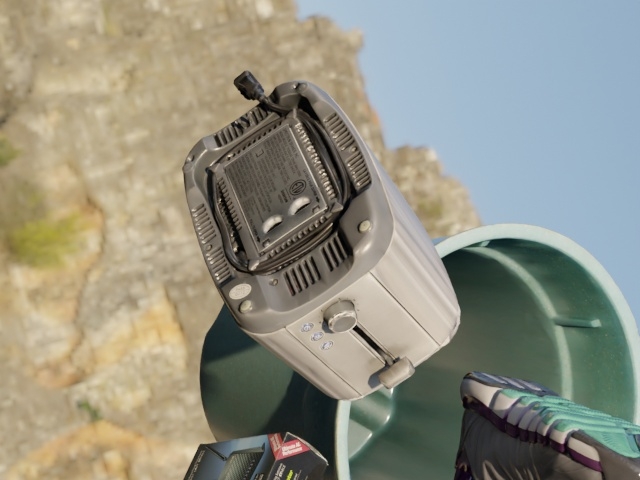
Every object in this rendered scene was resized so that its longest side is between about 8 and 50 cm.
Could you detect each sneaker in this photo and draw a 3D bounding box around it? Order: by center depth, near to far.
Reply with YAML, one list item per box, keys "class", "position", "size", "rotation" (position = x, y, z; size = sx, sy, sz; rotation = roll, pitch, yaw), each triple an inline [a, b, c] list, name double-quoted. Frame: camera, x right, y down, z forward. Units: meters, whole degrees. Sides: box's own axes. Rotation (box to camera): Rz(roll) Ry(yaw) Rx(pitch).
- class: "sneaker"
  position: [0.152, 0.154, 0.944]
  size: [0.223, 0.083, 0.098]
  rotation: [-159, -99, -71]

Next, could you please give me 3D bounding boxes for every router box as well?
- class: "router box"
  position: [-0.057, 0.178, 0.885]
  size: [0.038, 0.122, 0.092]
  rotation: [41, -35, -26]

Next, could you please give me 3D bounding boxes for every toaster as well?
- class: "toaster"
  position: [0.000, 0.000, 0.988]
  size: [0.146, 0.129, 0.227]
  rotation: [49, 10, -44]

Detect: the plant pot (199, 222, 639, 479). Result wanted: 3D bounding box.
- class: "plant pot"
  position: [0.068, 0.143, 1.397]
  size: [0.334, 0.341, 0.341]
  rotation: [8, -66, 57]
